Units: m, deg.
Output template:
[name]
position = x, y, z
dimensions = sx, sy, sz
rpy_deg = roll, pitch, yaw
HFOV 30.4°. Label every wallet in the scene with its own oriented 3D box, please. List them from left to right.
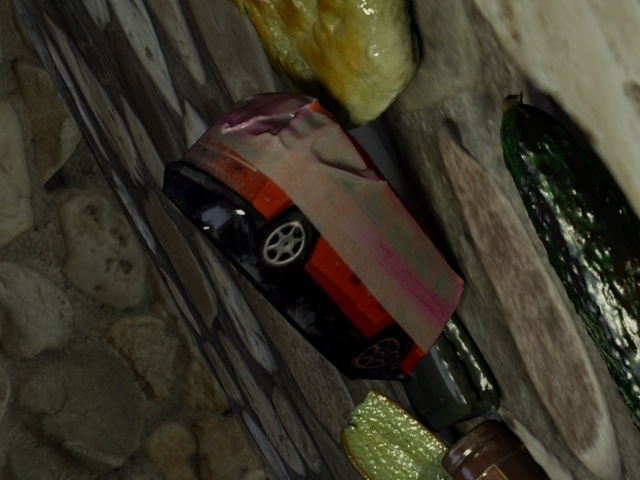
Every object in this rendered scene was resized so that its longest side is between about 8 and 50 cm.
[wallet]
position = 0.105, 0.124, 1.243
dimensions = 0.168, 0.052, 0.245
rpy_deg = 60, 167, 9

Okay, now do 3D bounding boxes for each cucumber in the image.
[cucumber]
position = 0.194, 0.034, 0.765
dimensions = 0.293, 0.068, 0.067
rpy_deg = 63, 164, -2

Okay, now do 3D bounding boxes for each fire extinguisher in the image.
[fire extinguisher]
position = 0.205, 0.294, 1.120
dimensions = 0.252, 0.106, 0.075
rpy_deg = 53, 143, 27

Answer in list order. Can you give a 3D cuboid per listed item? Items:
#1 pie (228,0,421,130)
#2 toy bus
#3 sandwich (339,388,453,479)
[pie]
position = -0.034, -0.240, 0.957
dimensions = 0.337, 0.075, 0.337
rpy_deg = 50, 162, 22
[toy bus]
position = 0.000, 0.000, 1.016
dimensions = 0.127, 0.147, 0.302
rpy_deg = 30, 165, 46
[sandwich]
position = 0.120, 0.274, 1.315
dimensions = 0.244, 0.090, 0.088
rpy_deg = 48, 167, -29
